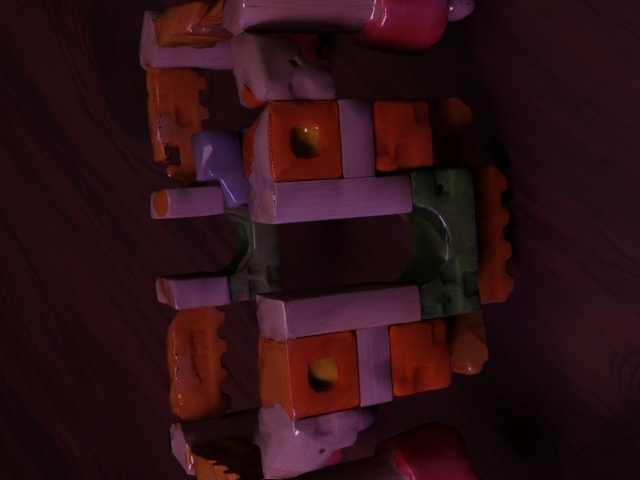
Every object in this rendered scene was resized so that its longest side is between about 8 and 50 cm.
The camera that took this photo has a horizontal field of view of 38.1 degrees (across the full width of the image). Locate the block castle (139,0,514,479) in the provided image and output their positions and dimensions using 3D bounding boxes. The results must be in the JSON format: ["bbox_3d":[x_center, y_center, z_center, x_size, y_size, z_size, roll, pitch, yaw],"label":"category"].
[{"bbox_3d":[0.000,0.000,0.775,0.303,0.213,0.453,3,97,64],"label":"block castle"}]
